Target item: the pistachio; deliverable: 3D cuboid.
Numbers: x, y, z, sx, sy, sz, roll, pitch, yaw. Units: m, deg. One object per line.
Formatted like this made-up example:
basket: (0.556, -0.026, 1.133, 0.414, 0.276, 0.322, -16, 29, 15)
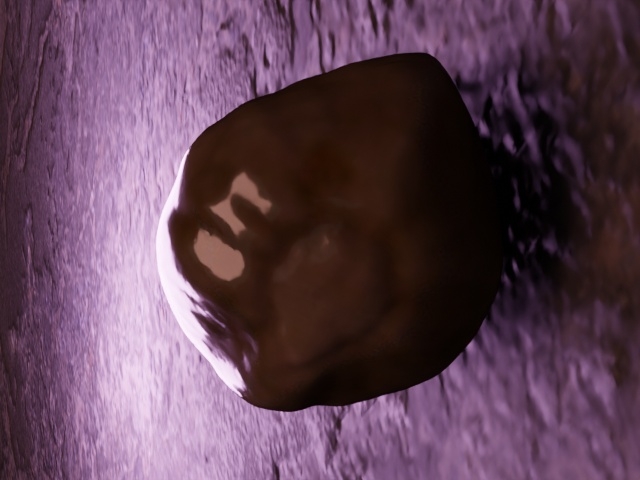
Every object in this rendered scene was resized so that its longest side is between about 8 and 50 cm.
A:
pistachio: (0.000, 0.000, 0.417, 0.185, 0.108, 0.126, 136, 155, -72)
